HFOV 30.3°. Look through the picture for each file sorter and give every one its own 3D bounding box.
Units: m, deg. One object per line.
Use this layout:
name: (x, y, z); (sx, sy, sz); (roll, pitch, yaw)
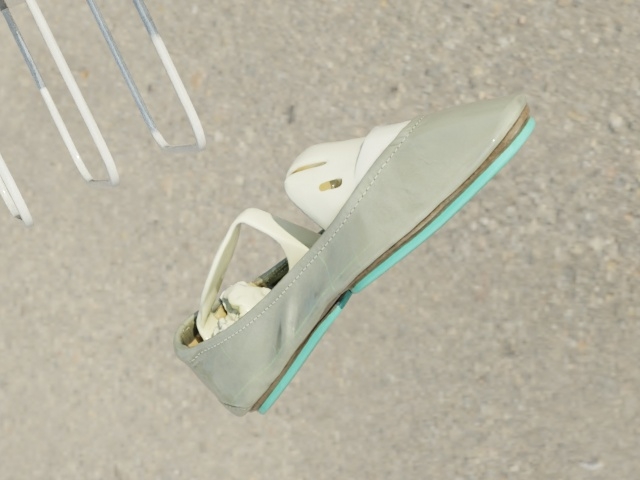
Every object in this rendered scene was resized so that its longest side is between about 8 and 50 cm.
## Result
file sorter: (-0.247, -0.086, 0.831); (0.173, 0.277, 0.193); (66, 165, -10)

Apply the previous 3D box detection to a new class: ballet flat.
ballet flat: (0.000, 0.000, 0.497); (0.068, 0.072, 0.213); (41, 127, -1)
